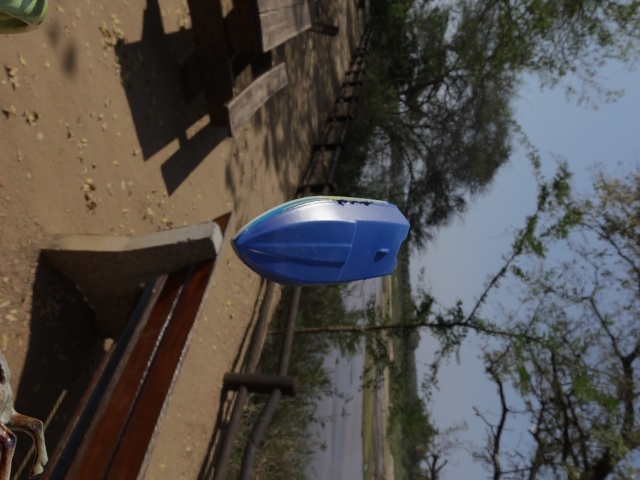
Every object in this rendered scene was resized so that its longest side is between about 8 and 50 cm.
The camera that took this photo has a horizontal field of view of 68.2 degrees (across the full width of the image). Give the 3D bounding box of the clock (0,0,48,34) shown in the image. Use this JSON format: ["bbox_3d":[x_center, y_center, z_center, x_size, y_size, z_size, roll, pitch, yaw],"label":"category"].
[{"bbox_3d":[-0.263,-0.181,0.263,0.235,0.308,0.095,21,-67,55],"label":"clock"}]

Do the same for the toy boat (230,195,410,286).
[{"bbox_3d":[0.000,0.000,0.634,0.295,0.088,0.129,-1,114,-49],"label":"toy boat"}]

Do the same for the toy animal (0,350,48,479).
[{"bbox_3d":[-0.500,0.236,0.578,0.259,0.244,0.087,55,-35,5],"label":"toy animal"}]
